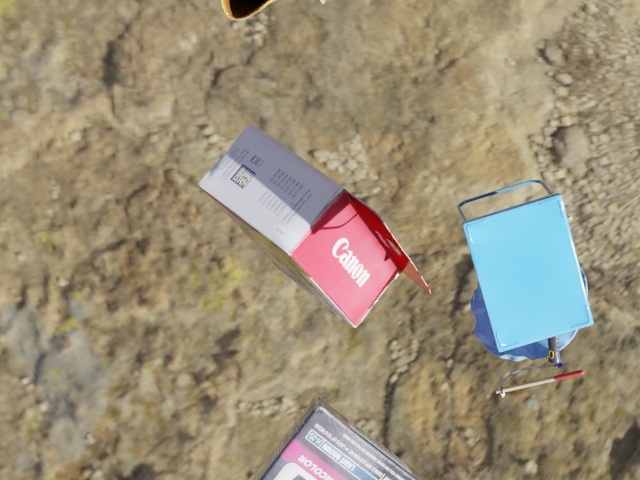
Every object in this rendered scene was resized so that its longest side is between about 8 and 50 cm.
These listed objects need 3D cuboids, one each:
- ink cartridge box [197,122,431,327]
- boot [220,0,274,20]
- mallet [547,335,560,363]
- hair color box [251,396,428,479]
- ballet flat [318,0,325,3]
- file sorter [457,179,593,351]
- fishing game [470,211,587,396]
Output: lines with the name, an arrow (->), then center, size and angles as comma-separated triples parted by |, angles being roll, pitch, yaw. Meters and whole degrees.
ink cartridge box -> 0.000, 0.000, 1.791 | 0.272, 0.309, 0.130 | 36, 83, 31
boot -> -0.052, -0.334, 1.386 | 0.104, 0.295, 0.211 | 36, 70, -2
mallet -> 0.315, 0.083, 1.572 | 0.062, 0.039, 0.189 | 10, 120, 50
hair color box -> -0.041, 0.361, 1.275 | 0.174, 0.105, 0.347 | 37, 88, 0
ballet flat -> -0.039, -0.446, 1.763 | 0.067, 0.073, 0.206 | -13, 79, 2
file sorter -> 0.243, 0.025, 1.429 | 0.118, 0.104, 0.170 | -17, 109, 3
fishing game -> 0.309, 0.097, 1.739 | 0.189, 0.041, 0.264 | -18, 59, 26
